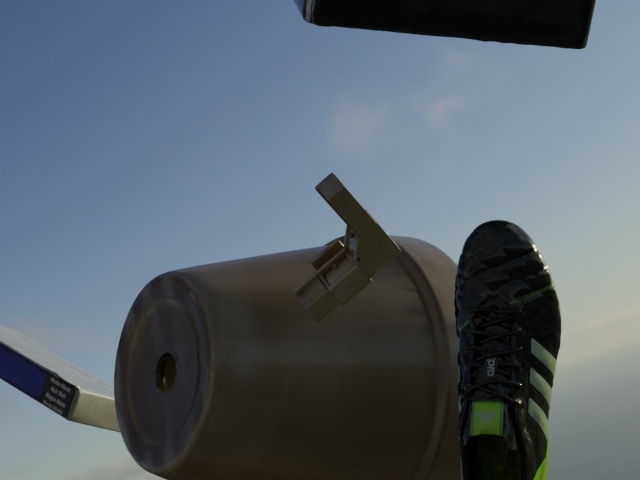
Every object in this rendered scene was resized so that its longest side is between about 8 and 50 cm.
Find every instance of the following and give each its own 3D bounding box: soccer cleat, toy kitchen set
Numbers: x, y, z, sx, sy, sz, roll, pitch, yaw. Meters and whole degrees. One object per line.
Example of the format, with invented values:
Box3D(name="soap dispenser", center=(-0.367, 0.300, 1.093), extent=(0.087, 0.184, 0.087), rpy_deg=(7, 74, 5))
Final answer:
Box3D(name="soccer cleat", center=(0.103, 0.079, 0.699), extent=(0.060, 0.178, 0.072), rpy_deg=(0, 7, 21))
Box3D(name="toy kitchen set", center=(0.000, 0.000, 0.938), extent=(0.083, 0.075, 0.068), rpy_deg=(-41, 27, 2))

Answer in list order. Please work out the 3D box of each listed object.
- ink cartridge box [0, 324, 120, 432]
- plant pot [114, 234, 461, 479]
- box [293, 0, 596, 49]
Box3D(name="ink cartridge box", center=(-0.339, 0.145, 1.421), extent=(0.045, 0.223, 0.224), rpy_deg=(-61, -23, -7))
Box3D(name="plant pot", center=(-0.038, 0.141, 1.223), extent=(0.280, 0.323, 0.323), rpy_deg=(8, -23, -36))
Box3D(name="box", center=(0.084, -0.343, 0.994), extent=(0.212, 0.293, 0.395), rpy_deg=(4, 20, -8))
